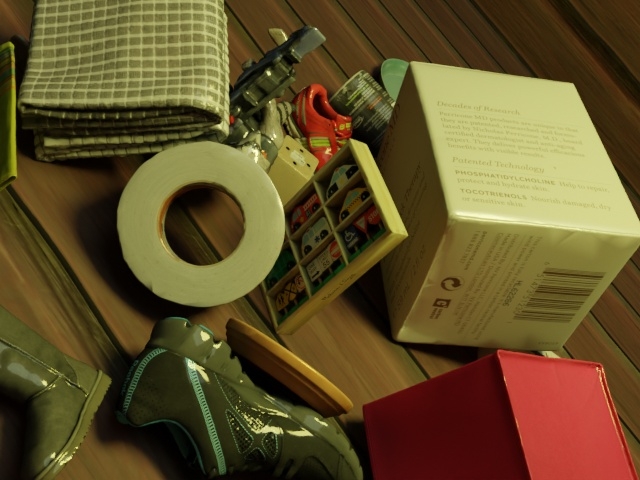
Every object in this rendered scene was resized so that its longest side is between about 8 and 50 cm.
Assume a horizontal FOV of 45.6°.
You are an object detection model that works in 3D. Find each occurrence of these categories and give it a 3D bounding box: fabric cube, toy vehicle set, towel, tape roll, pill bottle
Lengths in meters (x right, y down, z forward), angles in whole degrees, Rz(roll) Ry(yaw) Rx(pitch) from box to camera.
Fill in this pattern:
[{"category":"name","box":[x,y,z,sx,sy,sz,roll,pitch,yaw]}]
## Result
[{"category":"fabric cube","box":[0.251,0.317,1.048,0.259,0.258,0.254,14,55,-39]},{"category":"toy vehicle set","box":[0.000,0.000,1.125,0.035,0.267,0.166,10,48,-43]},{"category":"towel","box":[-0.270,-0.246,1.054,0.284,0.121,0.235,-4,67,-2]},{"category":"tape roll","box":[-0.158,-0.020,1.024,0.219,0.219,0.072,45,-6,-3]},{"category":"pill bottle","box":[0.130,-0.232,1.619,0.245,0.130,0.130,46,34,-1]},{"category":"towel","box":[-0.425,-0.147,0.965,0.021,0.102,0.237,33,33,-49]}]

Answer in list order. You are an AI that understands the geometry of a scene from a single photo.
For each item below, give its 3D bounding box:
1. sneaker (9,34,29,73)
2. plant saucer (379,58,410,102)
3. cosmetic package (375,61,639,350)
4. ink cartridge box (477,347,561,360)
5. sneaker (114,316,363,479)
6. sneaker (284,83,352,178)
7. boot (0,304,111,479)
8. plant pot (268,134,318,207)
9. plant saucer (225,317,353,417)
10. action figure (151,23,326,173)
[{"category":"sneaker","box":[-0.410,-0.265,1.152,0.118,0.042,0.067,51,38,-6]},{"category":"plant saucer","box":[0.264,-0.331,1.940,0.318,0.044,0.317,28,39,-26]},{"category":"cosmetic package","box":[0.295,-0.057,1.360,0.328,0.329,0.393,5,46,-11]},{"category":"ink cartridge box","box":[0.377,0.234,1.438,0.135,0.099,0.056,34,38,-17]},{"category":"sneaker","box":[-0.097,0.242,0.942,0.341,0.125,0.139,39,62,-17]},{"category":"sneaker","box":[0.024,-0.185,1.467,0.107,0.118,0.279,-8,62,-50]},{"category":"boot","box":[-0.336,0.143,0.792,0.208,0.076,0.189,42,20,-18]},{"category":"plant pot","box":[-0.066,-0.116,1.322,0.109,0.096,0.109,39,34,-11]},{"category":"plant saucer","box":[-0.048,0.174,1.003,0.200,0.200,0.037,38,76,-12]},{"category":"action figure","box":[-0.089,-0.202,1.200,0.178,0.341,0.330,44,31,-27]}]
